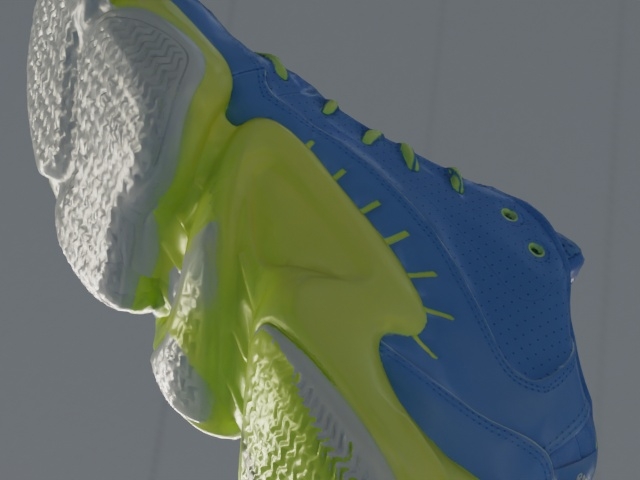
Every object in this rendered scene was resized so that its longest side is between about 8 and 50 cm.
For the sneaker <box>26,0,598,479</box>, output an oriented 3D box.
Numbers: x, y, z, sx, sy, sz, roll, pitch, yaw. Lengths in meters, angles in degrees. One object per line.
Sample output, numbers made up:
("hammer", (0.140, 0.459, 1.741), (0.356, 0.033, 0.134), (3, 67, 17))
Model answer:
("sneaker", (0.000, 0.000, 0.542), (0.126, 0.091, 0.240), (-9, -122, -34))
